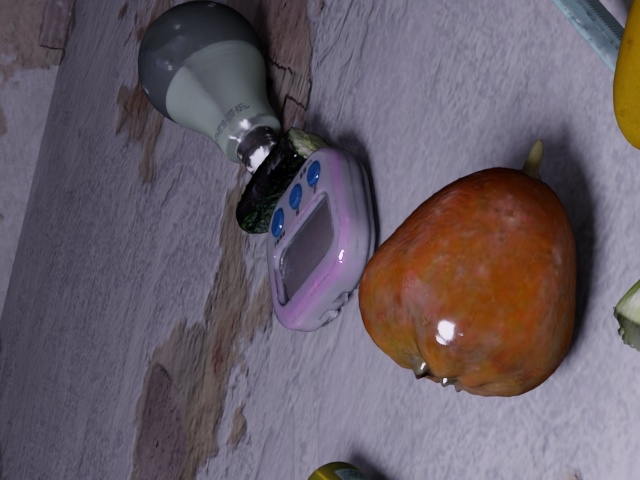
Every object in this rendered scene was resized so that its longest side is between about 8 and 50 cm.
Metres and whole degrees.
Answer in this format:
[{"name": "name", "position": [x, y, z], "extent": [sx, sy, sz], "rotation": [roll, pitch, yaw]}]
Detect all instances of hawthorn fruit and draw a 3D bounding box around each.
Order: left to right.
[{"name": "hawthorn fruit", "position": [0.153, 0.020, 1.445], "extent": [0.251, 0.199, 0.199], "rotation": [-65, 22, -12]}]

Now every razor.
[{"name": "razor", "position": [0.225, -0.222, 1.429], "extent": [0.278, 0.056, 0.111], "rotation": [51, 140, 28]}]

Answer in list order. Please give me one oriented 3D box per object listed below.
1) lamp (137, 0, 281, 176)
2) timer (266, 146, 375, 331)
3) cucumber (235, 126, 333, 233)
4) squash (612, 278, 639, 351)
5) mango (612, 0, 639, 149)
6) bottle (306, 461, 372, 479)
[{"name": "lamp", "position": [-0.155, -0.197, 2.195], "extent": [0.182, 0.181, 0.314], "rotation": [-55, 39, 44]}, {"name": "timer", "position": [0.000, 0.000, 1.907], "extent": [0.208, 0.069, 0.191], "rotation": [-51, 38, 46]}, {"name": "cucumber", "position": [-0.056, -0.073, 2.054], "extent": [0.241, 0.074, 0.074], "rotation": [134, 138, -53]}, {"name": "squash", "position": [0.315, 0.072, 0.989], "extent": [0.309, 0.233, 0.210], "rotation": [-36, 47, 56]}, {"name": "mango", "position": [0.305, -0.175, 1.246], "extent": [0.138, 0.113, 0.253], "rotation": [-113, 36, -46]}, {"name": "bottle", "position": [0.067, 0.314, 1.628], "extent": [0.286, 0.082, 0.082], "rotation": [28, 107, 65]}]
